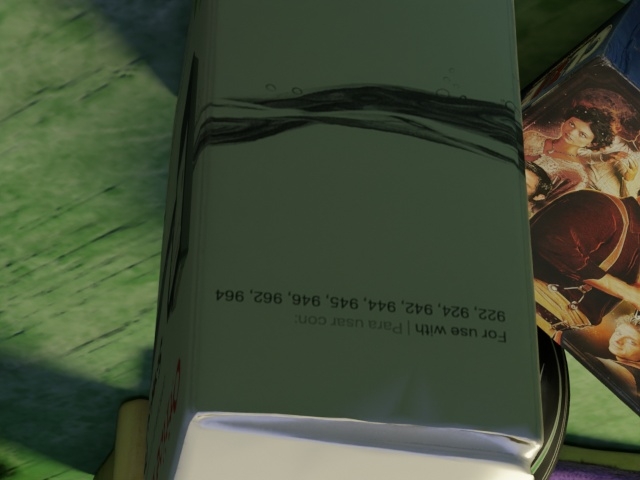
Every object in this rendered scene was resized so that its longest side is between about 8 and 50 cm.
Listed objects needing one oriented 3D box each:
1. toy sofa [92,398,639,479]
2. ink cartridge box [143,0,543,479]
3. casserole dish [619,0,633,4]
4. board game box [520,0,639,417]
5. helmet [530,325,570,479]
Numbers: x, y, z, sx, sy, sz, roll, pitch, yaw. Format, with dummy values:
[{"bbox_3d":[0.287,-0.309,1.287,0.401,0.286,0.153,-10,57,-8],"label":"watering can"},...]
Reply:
[{"bbox_3d":[0.041,0.206,1.087,0.362,0.150,0.177,14,145,-18],"label":"toy sofa"},{"bbox_3d":[0.000,0.000,0.676,0.114,0.273,0.198,6,145,-7],"label":"ink cartridge box"},{"bbox_3d":[0.149,-0.155,0.655,0.114,0.037,0.188,-6,144,11],"label":"casserole dish"},{"bbox_3d":[0.172,0.023,0.771,0.243,0.042,0.165,41,147,-5],"label":"board game box"},{"bbox_3d":[0.043,0.083,0.895,0.169,0.162,0.169,1,146,1],"label":"helmet"}]
